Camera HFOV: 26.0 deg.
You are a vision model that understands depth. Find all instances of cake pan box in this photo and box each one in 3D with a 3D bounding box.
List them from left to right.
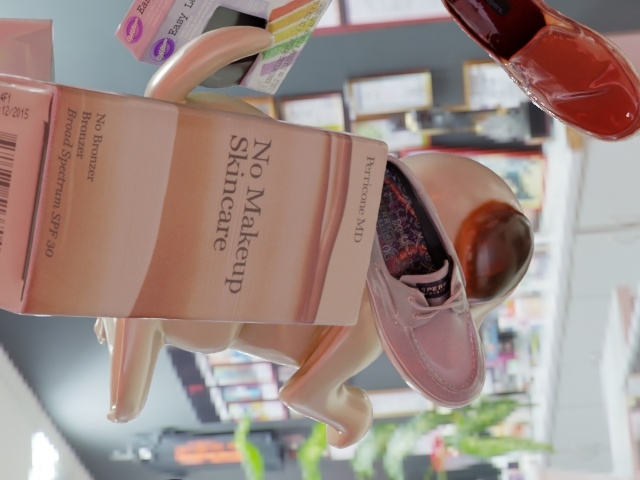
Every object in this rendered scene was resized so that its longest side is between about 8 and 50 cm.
[{"bbox_3d":[-0.093,-0.312,1.704,0.246,0.267,0.070,10,-149,-48],"label":"cake pan box"}]

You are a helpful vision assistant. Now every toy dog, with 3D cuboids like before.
[{"bbox_3d":[0.000,0.000,1.373,0.284,0.408,0.395,-147,64,-73],"label":"toy dog"}]

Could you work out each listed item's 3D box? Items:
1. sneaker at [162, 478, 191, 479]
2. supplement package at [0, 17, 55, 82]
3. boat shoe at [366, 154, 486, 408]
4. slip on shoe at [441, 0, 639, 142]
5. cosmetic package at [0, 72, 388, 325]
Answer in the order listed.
[{"bbox_3d":[-0.039,0.289,1.081,0.090,0.270,0.145,-50,-46,-22],"label":"sneaker"},{"bbox_3d":[-0.371,-0.088,1.243,0.204,0.262,0.145,-98,13,-44],"label":"supplement package"},{"bbox_3d":[0.078,0.034,1.149,0.227,0.079,0.081,67,168,1],"label":"boat shoe"},{"bbox_3d":[0.267,-0.234,1.698,0.331,0.123,0.101,42,-155,-6],"label":"slip on shoe"},{"bbox_3d":[-0.106,-0.024,0.983,0.296,0.129,0.153,3,-83,-44],"label":"cosmetic package"}]
